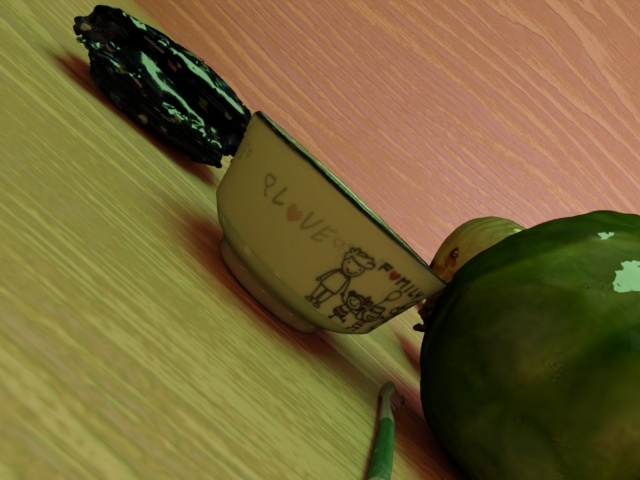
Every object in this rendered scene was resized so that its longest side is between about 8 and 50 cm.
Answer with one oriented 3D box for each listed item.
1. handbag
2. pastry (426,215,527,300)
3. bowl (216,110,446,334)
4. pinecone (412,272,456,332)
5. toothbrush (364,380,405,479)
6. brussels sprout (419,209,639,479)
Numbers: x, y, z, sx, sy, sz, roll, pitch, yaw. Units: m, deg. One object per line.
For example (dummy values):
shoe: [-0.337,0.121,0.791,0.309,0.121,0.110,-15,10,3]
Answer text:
handbag: [-0.186,-0.188,0.731,0.260,0.113,0.162,39,2,-23]
pastry: [0.439,0.133,1.474,0.388,0.312,0.388,53,9,-12]
bowl: [-0.008,0.000,0.554,0.238,0.126,0.238,42,8,-7]
pinecone: [0.275,0.167,0.841,0.292,0.246,0.246,64,9,4]
toothbrush: [0.050,0.150,0.451,0.024,0.018,0.257,51,8,6]
brussels sprout: [0.254,0.113,0.574,0.281,0.355,0.289,33,-38,32]
